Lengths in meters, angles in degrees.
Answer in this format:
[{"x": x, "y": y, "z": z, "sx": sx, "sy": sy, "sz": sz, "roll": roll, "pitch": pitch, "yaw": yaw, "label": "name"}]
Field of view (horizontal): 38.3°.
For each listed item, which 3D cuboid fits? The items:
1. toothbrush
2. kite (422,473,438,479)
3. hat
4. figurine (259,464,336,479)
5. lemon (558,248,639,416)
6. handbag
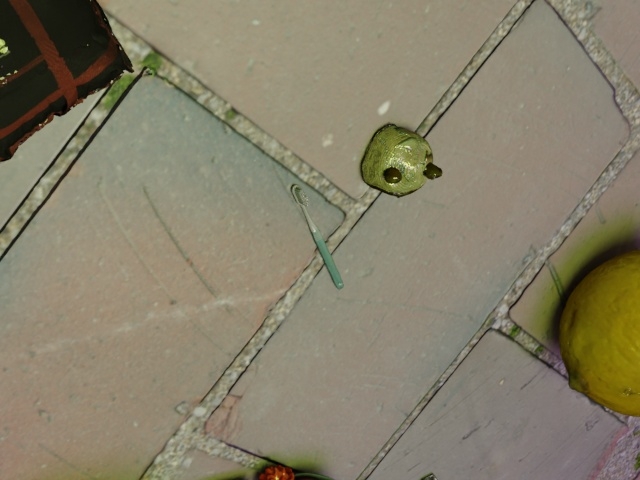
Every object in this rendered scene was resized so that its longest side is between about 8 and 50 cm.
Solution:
[{"x": 0.000, "y": 0.000, "z": 1.040, "sx": 0.011, "sy": 0.014, "sz": 0.167, "roll": -41, "pitch": 134, "yaw": -18, "label": "toothbrush"}, {"x": 0.096, "y": 0.454, "z": 1.401, "sx": 0.245, "sy": 0.015, "sz": 0.141, "roll": -30, "pitch": 129, "yaw": -17, "label": "kite"}, {"x": 0.091, "y": -0.083, "z": 1.022, "sx": 0.077, "sy": 0.059, "sz": 0.076, "roll": 14, "pitch": 105, "yaw": -35, "label": "hat"}, {"x": -0.045, "y": 0.407, "z": 1.215, "sx": 0.138, "sy": 0.110, "sz": 0.245, "roll": 12, "pitch": 119, "yaw": -20, "label": "figurine"}, {"x": 0.461, "y": 0.123, "z": 1.292, "sx": 0.228, "sy": 0.228, "sz": 0.253, "roll": 23, "pitch": 108, "yaw": -42, "label": "lemon"}, {"x": -0.260, "y": -0.140, "z": 0.672, "sx": 0.215, "sy": 0.155, "sz": 0.169, "roll": -38, "pitch": 140, "yaw": -11, "label": "handbag"}]
